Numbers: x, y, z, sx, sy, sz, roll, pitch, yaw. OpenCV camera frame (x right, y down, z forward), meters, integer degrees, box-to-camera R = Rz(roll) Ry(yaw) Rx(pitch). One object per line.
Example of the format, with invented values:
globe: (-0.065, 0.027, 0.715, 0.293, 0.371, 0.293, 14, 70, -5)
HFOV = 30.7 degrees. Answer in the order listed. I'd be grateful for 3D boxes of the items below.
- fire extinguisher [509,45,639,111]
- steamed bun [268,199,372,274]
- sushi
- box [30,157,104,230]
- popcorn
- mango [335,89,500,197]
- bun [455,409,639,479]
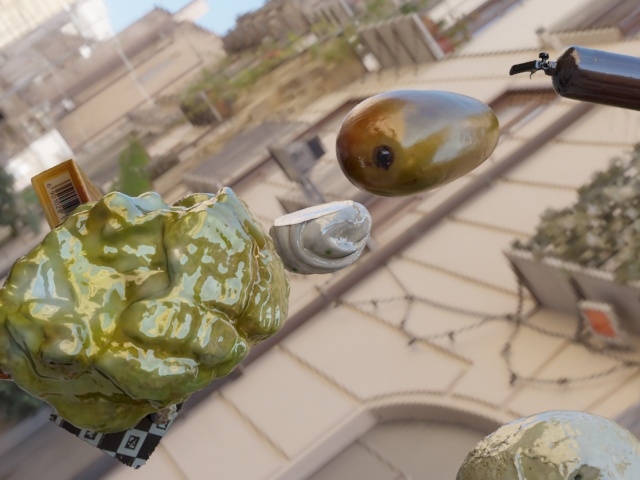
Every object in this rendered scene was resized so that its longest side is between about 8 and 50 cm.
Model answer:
fire extinguisher: (0.391, -0.211, 1.555, 0.089, 0.268, 0.072, 158, -60, -82)
steamed bun: (0.000, 0.000, 1.969, 0.183, 0.183, 0.106, -167, -118, -73)
sushi: (-0.248, 0.216, 1.615, 0.040, 0.193, 0.210, 25, -11, 41)
box: (-0.330, 0.034, 1.747, 0.274, 0.076, 0.174, 63, -2, 19)
popcorn: (-0.199, 0.087, 1.336, 0.292, 0.334, 0.293, 69, 16, -53)
mango: (0.108, -0.111, 1.277, 0.138, 0.253, 0.113, -1, -79, 39)
bun: (0.267, 0.308, 1.240, 0.259, 0.259, 0.152, 55, -3, -7)
